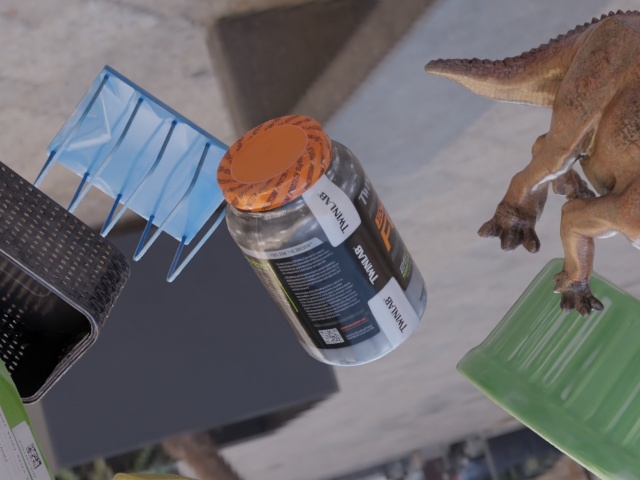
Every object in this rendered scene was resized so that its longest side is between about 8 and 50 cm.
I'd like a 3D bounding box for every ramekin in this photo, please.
[{"bbox_3d":[0.293,0.147,1.412,0.148,0.303,0.303,-56,165,1],"label":"ramekin"}]

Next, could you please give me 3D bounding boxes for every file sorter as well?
[{"bbox_3d":[-0.176,-0.058,1.442,0.118,0.170,0.104,-49,-165,30],"label":"file sorter"}]

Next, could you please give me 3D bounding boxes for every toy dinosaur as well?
[{"bbox_3d":[0.190,-0.066,0.825,0.127,0.295,0.200,-8,130,-35],"label":"toy dinosaur"}]

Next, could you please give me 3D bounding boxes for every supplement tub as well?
[{"bbox_3d":[0.000,0.000,1.192,0.117,0.117,0.190,-19,128,15],"label":"supplement tub"}]

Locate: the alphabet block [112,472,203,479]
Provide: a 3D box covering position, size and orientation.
[{"bbox_3d":[-0.081,0.305,1.226,0.192,0.197,0.193,11,173,8],"label":"alphabet block"}]

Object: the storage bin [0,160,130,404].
[{"bbox_3d":[-0.250,0.022,1.130,0.122,0.180,0.084,-44,-164,33],"label":"storage bin"}]

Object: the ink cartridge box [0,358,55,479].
[{"bbox_3d":[-0.250,0.136,0.672,0.189,0.097,0.255,-23,180,7],"label":"ink cartridge box"}]
